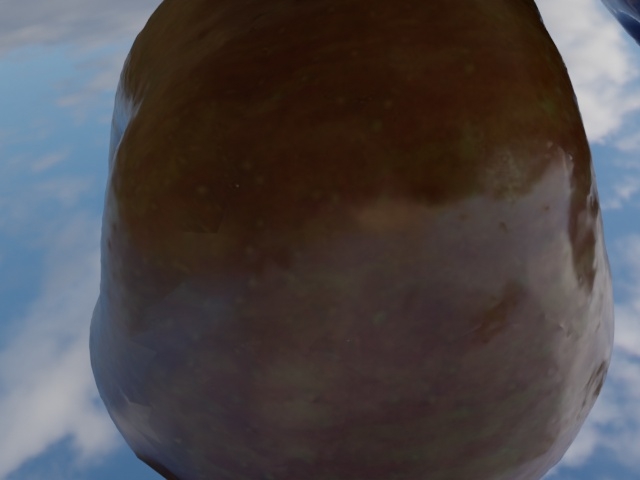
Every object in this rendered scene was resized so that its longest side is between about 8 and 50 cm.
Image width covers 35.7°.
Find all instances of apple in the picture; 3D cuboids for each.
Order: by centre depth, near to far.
[{"bbox_3d":[0.000,0.000,0.493,0.250,0.309,0.277,-14,-176,4],"label":"apple"}]

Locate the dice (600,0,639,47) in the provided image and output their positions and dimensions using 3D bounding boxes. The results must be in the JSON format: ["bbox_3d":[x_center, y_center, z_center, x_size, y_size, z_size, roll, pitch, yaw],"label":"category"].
[{"bbox_3d":[0.319,-0.206,0.529,0.304,0.277,0.304,-41,-121,10],"label":"dice"}]
